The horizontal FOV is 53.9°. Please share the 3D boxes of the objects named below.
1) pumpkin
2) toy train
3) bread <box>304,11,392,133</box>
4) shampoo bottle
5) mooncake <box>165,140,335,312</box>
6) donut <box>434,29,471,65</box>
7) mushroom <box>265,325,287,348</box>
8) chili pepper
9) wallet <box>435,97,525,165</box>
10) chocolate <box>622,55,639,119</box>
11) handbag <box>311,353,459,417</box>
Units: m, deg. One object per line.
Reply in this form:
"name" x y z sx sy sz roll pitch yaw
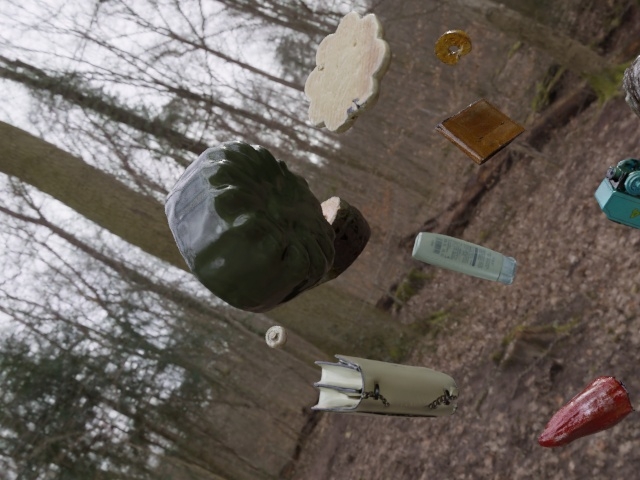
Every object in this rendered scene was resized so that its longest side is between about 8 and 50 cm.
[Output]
"pumpkin" 0.000 0.000 1.635 0.317 0.139 0.221 -34 21 48
"toy train" 0.789 -0.113 1.565 0.107 0.198 0.154 -79 8 -58
"bread" 0.064 -0.405 1.533 0.316 0.054 0.315 -23 61 50
"shampoo bottle" 0.302 0.038 1.319 0.049 0.213 0.072 105 -176 -61
"mooncake" -0.133 -0.034 1.289 0.194 0.356 0.356 -42 1 23
"donut" 0.382 -0.560 1.807 0.108 0.097 0.043 -30 25 45
"mushroom" -0.159 0.347 2.263 0.083 0.084 0.067 -65 -32 -15
"chili pepper" 0.645 0.445 1.572 0.253 0.136 0.144 -27 5 -8
"wallet" 0.422 -0.288 1.664 0.195 0.161 0.042 -36 -23 -28
"chocolate" 0.815 -0.361 1.436 0.210 0.225 0.340 -35 -4 17
"handbag" 0.181 0.419 1.775 0.237 0.359 0.160 -10 70 54
